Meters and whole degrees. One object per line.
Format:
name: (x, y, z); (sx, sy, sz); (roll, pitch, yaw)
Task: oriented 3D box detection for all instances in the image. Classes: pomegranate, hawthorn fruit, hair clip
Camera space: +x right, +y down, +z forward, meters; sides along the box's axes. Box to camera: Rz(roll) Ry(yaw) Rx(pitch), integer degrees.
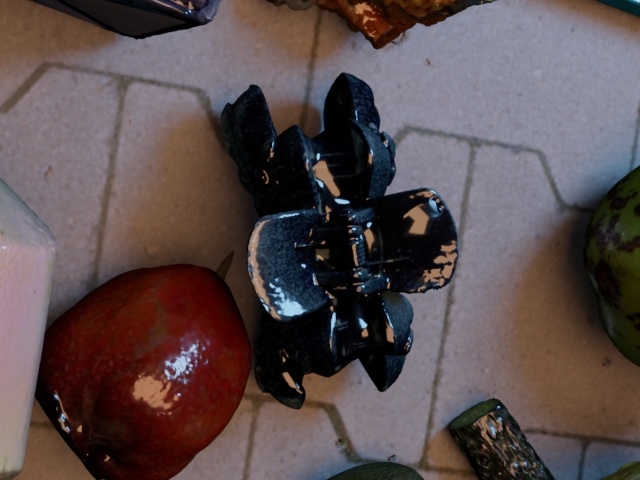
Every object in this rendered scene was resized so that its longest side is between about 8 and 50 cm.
pomegranate: (0.383, 0.032, 1.743); (0.254, 0.270, 0.254); (3, 106, 9)
hawthorn fruit: (-0.151, 0.108, 1.622); (0.189, 0.189, 0.251); (51, 59, -15)
hair clip: (0.002, 0.004, 1.635); (0.194, 0.206, 0.310); (-11, 98, -17)

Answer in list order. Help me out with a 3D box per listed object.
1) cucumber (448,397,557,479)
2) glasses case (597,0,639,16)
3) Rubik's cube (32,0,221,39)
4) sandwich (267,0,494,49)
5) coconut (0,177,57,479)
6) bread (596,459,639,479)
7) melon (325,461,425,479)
cucumber: (0.235, 0.286, 1.812); (0.067, 0.067, 0.293); (-40, 105, -12)
glasses case: (0.255, -0.308, 1.774); (0.301, 0.070, 0.117); (17, 84, -17)
Rubik's cube: (-0.212, -0.355, 1.483); (0.310, 0.307, 0.305); (22, 89, -17)
sandwich: (0.058, -0.290, 1.654); (0.292, 0.109, 0.212); (27, 101, 13)
coconut: (-0.367, 0.044, 1.469); (0.297, 0.297, 0.310); (4, 94, -19)
bread: (0.299, 0.287, 1.719); (0.245, 0.174, 0.121); (-27, 85, -23)
melon: (0.034, 0.280, 1.717); (0.167, 0.114, 0.114); (-26, 102, -15)
